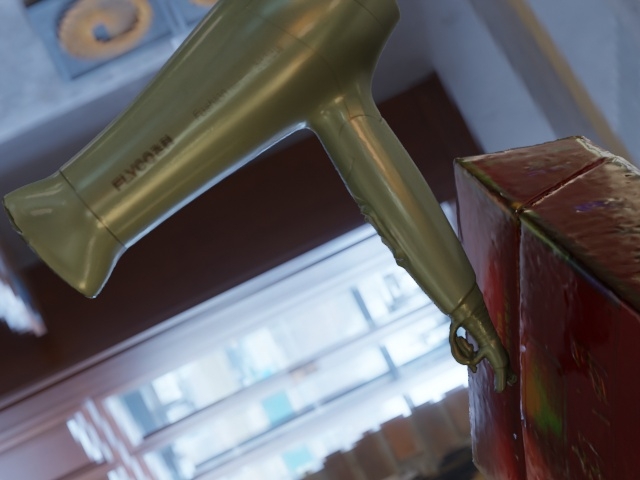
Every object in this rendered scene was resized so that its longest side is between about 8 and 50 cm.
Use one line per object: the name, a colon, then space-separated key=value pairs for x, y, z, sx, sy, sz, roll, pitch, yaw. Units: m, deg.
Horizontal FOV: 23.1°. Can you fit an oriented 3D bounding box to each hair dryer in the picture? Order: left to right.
hair dryer: x=0.000 y=0.000 z=0.752 sx=0.237 sy=0.206 sz=0.075 roll=47 pitch=-4 yaw=-6

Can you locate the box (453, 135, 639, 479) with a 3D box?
box: x=0.161 y=0.089 z=0.758 sx=0.313 sy=0.089 sz=0.198 roll=-129 pitch=-151 yaw=-64
